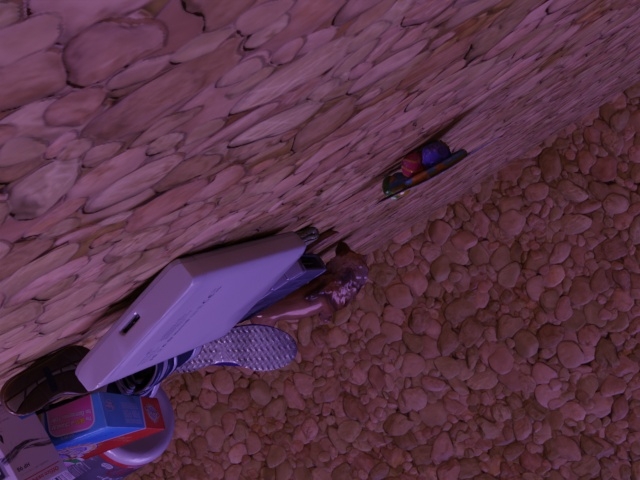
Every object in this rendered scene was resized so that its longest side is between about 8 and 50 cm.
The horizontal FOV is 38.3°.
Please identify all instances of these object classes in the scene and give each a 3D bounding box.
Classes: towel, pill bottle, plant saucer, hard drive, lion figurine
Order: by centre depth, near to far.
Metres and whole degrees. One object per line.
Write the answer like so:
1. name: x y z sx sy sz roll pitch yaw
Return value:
1. hard drive: -0.175 0.092 1.343 0.233 0.047 0.353 -46 168 21
2. towel: -0.076 0.024 1.606 0.148 0.027 0.110 -26 173 -45
3. plant saucer: 0.000 0.000 1.877 0.083 0.015 0.083 -31 175 -3
4. pill bottle: -0.502 0.449 2.077 0.210 0.210 0.363 -26 172 -48
5. lion figurine: -0.066 0.151 2.248 0.392 0.142 0.240 -26 166 -18

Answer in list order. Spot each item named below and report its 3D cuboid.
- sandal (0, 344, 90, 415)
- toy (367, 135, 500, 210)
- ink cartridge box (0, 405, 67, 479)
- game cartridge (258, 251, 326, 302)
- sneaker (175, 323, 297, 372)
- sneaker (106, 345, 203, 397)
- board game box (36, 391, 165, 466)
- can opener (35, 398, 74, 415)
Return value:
1. sandal: -0.375 0.194 1.275 0.049 0.072 0.180 -17 -177 34
2. toy: 0.169 -0.124 1.505 0.136 0.056 0.237 -33 -179 -29
3. ink cartridge box: -0.478 0.350 1.469 0.060 0.180 0.104 -34 175 24
4. game cartridge: -0.115 0.101 1.936 0.230 0.068 0.355 -29 175 6
5. sneaker: -0.197 0.228 2.054 0.293 0.102 0.146 -1 -175 1
6. sneaker: -0.360 0.261 1.770 0.282 0.099 0.153 -40 173 30
7. board game box: -0.472 0.358 1.650 0.316 0.064 0.242 -22 163 10
8. can opener: -0.558 0.360 1.809 0.186 0.059 0.073 -15 -168 -40
